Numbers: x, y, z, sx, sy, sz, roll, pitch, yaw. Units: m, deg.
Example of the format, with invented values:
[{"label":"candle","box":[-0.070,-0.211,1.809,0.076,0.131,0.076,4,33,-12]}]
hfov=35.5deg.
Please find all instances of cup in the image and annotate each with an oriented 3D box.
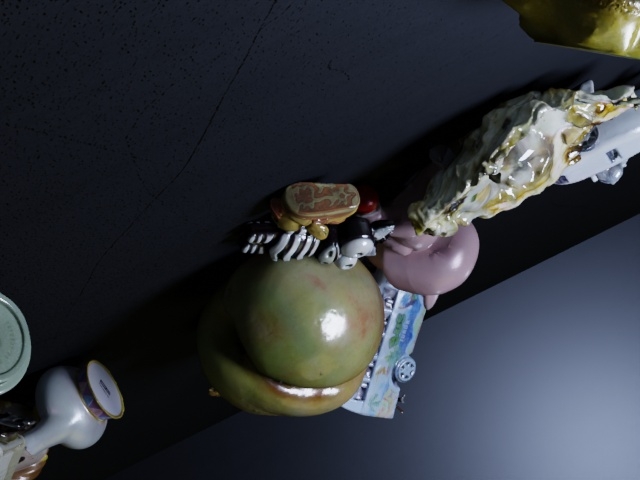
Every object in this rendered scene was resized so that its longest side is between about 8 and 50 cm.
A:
[{"label":"cup","box":[-0.391,0.118,1.061,0.141,0.120,0.120,-20,172,31]}]

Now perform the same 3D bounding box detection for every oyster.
[{"label":"oyster","box":[0.262,-0.123,1.346,0.354,0.107,0.201,-29,159,-18]}]

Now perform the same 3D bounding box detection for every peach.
[{"label":"peach","box":[-0.038,0.128,1.493,0.292,0.247,0.292,-33,152,-20]}]

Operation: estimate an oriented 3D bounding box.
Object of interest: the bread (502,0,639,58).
[{"label":"bread","box":[0.263,-0.213,0.919,0.160,0.088,0.233,14,-165,41]}]

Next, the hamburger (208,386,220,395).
[{"label":"hamburger","box":[-0.094,0.173,1.751,0.244,0.163,0.244,-17,167,-4]}]

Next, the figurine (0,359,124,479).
[{"label":"figurine","box":[-0.444,0.288,1.563,0.263,0.142,0.189,-28,-170,9]}]

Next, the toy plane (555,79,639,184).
[{"label":"toy plane","box":[0.433,-0.171,1.524,0.244,0.118,0.245,-14,152,-7]}]

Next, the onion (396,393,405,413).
[{"label":"onion","box":[0.089,0.216,2.048,0.273,0.285,0.273,-35,-172,5]}]

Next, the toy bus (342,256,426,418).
[{"label":"toy bus","box":[0.103,0.128,1.681,0.135,0.330,0.109,13,-175,-37]}]

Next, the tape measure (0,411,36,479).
[{"label":"tape measure","box":[-0.541,0.315,1.349,0.133,0.231,0.271,-5,121,-84]}]

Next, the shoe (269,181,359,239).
[{"label":"shoe","box":[-0.006,-0.037,1.265,0.109,0.072,0.069,-22,162,-17]}]

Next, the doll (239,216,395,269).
[{"label":"doll","box":[0.000,0.000,1.353,0.219,0.067,0.091,0,150,-22]}]

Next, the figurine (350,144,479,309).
[{"label":"figurine","box":[0.138,-0.030,1.491,0.176,0.186,0.287,-62,152,-17]}]
